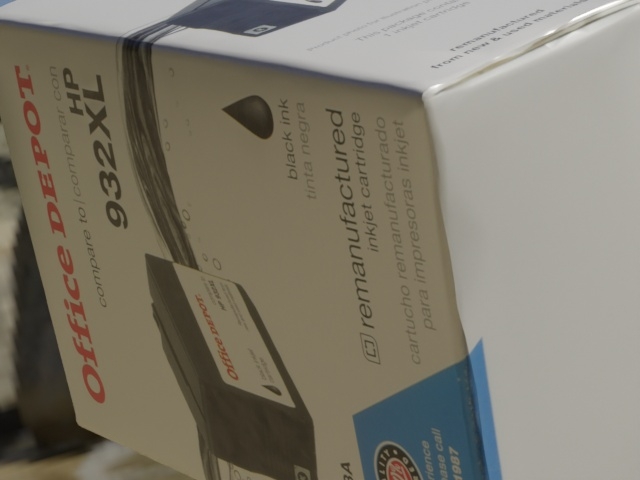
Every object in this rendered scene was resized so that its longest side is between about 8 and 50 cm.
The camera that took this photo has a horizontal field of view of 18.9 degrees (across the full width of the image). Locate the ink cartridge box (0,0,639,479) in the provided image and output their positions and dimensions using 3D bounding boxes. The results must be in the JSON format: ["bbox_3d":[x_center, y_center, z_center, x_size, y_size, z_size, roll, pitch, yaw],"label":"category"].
[{"bbox_3d":[0.000,0.000,0.847,0.129,0.223,0.307,-26,26,-34],"label":"ink cartridge box"}]
